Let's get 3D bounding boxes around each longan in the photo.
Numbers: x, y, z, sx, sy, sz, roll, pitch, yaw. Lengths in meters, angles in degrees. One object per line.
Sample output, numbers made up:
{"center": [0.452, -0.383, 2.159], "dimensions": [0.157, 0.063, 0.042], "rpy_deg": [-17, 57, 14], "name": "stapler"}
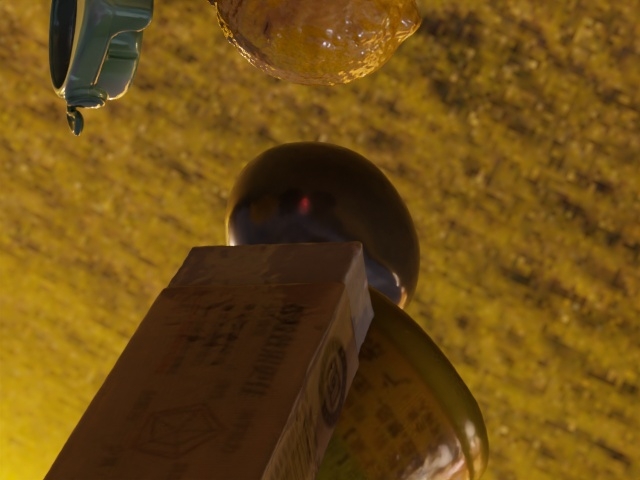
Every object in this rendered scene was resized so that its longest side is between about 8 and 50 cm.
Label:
{"center": [0.000, 0.000, 1.614], "dimensions": [0.212, 0.198, 0.198], "rpy_deg": [52, 168, 6], "name": "longan"}

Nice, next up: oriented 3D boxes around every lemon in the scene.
{"center": [-0.011, -0.194, 1.297], "dimensions": [0.187, 0.142, 0.142], "rpy_deg": [15, 166, 2], "name": "lemon"}

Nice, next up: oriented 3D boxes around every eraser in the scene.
{"center": [-0.067, 0.112, 1.063], "dimensions": [0.144, 0.343, 0.078], "rpy_deg": [-1, 119, 17], "name": "eraser"}

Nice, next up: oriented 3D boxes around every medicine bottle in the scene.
{"center": [-0.075, 0.214, 1.242], "dimensions": [0.224, 0.384, 0.224], "rpy_deg": [42, 158, 21], "name": "medicine bottle"}

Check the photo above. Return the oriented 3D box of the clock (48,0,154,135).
{"center": [-0.192, -0.186, 1.392], "dimensions": [0.060, 0.148, 0.188], "rpy_deg": [3, 142, -21], "name": "clock"}
